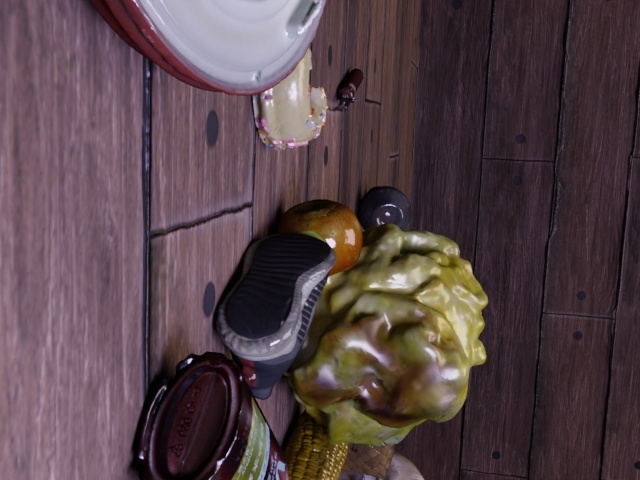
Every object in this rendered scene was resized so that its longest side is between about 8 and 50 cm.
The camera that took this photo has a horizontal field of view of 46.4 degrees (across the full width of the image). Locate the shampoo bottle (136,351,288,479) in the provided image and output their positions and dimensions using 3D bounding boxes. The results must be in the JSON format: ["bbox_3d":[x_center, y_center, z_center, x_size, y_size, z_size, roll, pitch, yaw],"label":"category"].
[{"bbox_3d":[-0.083,0.228,0.718,0.323,0.084,0.129,78,22,-55],"label":"shampoo bottle"}]

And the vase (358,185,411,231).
[{"bbox_3d":[0.142,-0.076,1.715,0.183,0.120,0.120,-97,-173,-72],"label":"vase"}]

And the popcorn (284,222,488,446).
[{"bbox_3d":[0.088,0.125,1.084,0.312,0.312,0.312,4,90,-79],"label":"popcorn"}]

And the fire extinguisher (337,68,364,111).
[{"bbox_3d":[0.051,-0.273,1.374,0.049,0.035,0.173,-48,-171,28],"label":"fire extinguisher"}]

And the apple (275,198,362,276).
[{"bbox_3d":[0.000,0.000,0.971,0.099,0.114,0.102,-62,141,-62],"label":"apple"}]

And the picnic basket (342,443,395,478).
[{"bbox_3d":[0.084,0.364,1.471,0.128,0.137,0.179,-65,162,-60],"label":"picnic basket"}]

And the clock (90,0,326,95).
[{"bbox_3d":[-0.059,-0.258,0.501,0.318,0.080,0.319,-28,122,-60],"label":"clock"}]

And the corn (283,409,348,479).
[{"bbox_3d":[-0.022,0.334,1.060,0.320,0.096,0.097,-52,145,-67],"label":"corn"}]

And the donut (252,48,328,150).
[{"bbox_3d":[-0.034,-0.162,0.871,0.166,0.065,0.108,67,30,-67],"label":"donut"}]

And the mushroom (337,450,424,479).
[{"bbox_3d":[0.110,0.545,1.521,0.184,0.254,0.255,52,28,-19],"label":"mushroom"}]

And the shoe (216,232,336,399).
[{"bbox_3d":[-0.049,0.079,0.836,0.227,0.099,0.112,-60,159,-58],"label":"shoe"}]
